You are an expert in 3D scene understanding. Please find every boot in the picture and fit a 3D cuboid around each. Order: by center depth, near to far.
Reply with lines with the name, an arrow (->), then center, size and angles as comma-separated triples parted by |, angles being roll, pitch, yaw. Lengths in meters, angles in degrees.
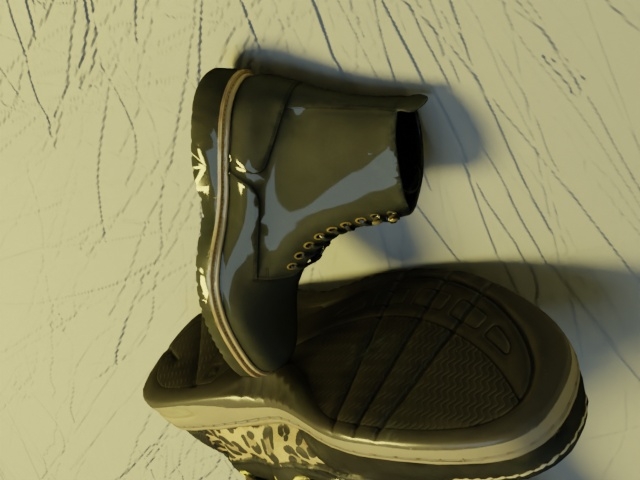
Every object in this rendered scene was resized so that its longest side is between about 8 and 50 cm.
boot -> 0.000, 0.000, 0.882 | 0.137, 0.077, 0.198 | 7, 122, 24
boot -> 0.074, 0.165, 1.014 | 0.377, 0.138, 0.284 | -6, 131, 48
